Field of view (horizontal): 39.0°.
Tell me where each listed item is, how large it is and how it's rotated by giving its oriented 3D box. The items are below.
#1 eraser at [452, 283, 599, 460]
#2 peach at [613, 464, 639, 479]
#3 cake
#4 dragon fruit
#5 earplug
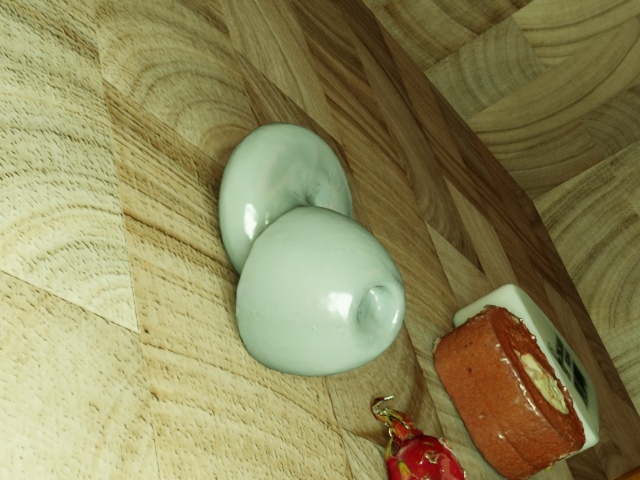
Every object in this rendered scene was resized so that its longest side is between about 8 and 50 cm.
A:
[{"bbox_3d":[0.400,0.279,1.660,0.331,0.150,0.331,48,24,-29],"label":"eraser"},{"bbox_3d":[0.597,0.520,1.465,0.343,0.301,0.342,7,68,-17],"label":"peach"},{"bbox_3d":[0.296,0.243,1.465,0.177,0.151,0.282,8,53,-51],"label":"cake"},{"bbox_3d":[0.113,0.255,1.078,0.094,0.094,0.190,37,24,-47],"label":"dragon fruit"},{"bbox_3d":[-0.010,0.006,1.003,0.214,0.175,0.325,45,23,-41],"label":"earplug"}]
